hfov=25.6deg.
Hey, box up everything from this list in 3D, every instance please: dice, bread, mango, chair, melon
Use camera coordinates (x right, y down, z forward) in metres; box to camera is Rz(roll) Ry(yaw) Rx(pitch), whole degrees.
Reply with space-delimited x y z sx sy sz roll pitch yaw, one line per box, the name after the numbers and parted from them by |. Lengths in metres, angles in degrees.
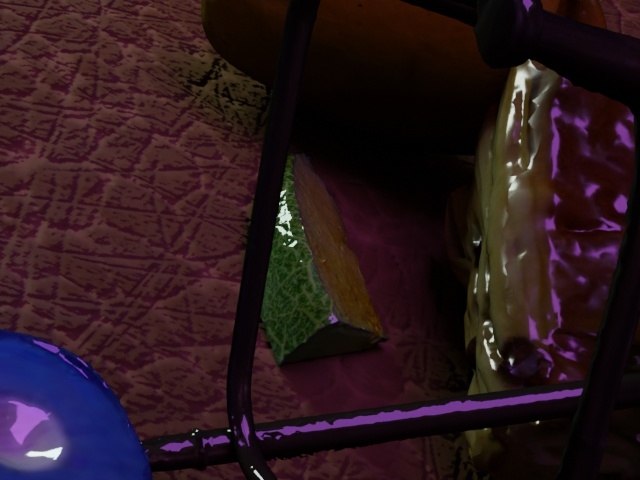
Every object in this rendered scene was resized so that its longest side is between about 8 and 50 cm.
-0.174 0.134 0.678 0.143 0.146 0.146 2 42 -41 | dice
0.242 0.048 1.089 0.314 0.191 0.370 15 56 -19 | bread
0.073 -0.176 1.224 0.365 0.253 0.182 5 78 -17 | mango
0.133 0.035 0.717 0.410 0.362 0.364 2 19 -27 | chair
-0.001 0.000 1.092 0.114 0.053 0.262 24 33 -26 | melon
